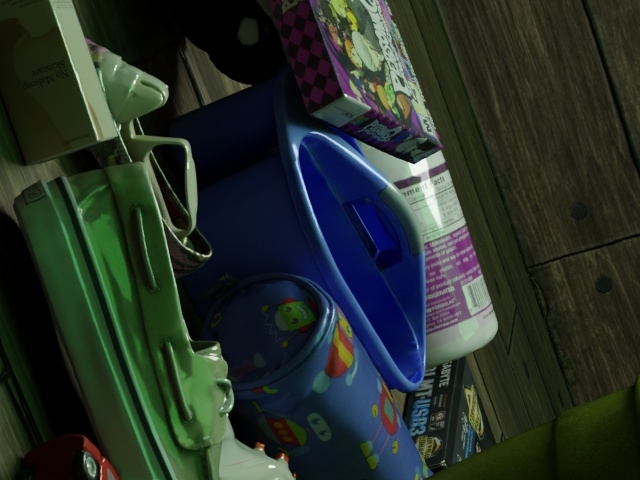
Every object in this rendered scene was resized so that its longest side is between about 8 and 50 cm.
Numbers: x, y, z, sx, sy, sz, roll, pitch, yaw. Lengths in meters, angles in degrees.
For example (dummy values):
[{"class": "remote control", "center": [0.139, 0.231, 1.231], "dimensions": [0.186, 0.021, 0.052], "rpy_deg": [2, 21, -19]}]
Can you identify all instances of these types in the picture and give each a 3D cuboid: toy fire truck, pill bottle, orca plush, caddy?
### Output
[{"class": "toy fire truck", "center": [-0.130, 0.225, 0.915], "dimensions": [0.135, 0.047, 0.192], "rpy_deg": [58, 20, -45]}, {"class": "pill bottle", "center": [0.072, -0.013, 1.695], "dimensions": [0.169, 0.169, 0.301], "rpy_deg": [-35, 107, -75]}, {"class": "orca plush", "center": [-0.121, -0.270, 1.424], "dimensions": [0.102, 0.151, 0.287], "rpy_deg": [-7, 81, -43]}, {"class": "caddy", "center": [0.000, 0.000, 1.395], "dimensions": [0.341, 0.179, 0.241], "rpy_deg": [59, 21, -43]}]

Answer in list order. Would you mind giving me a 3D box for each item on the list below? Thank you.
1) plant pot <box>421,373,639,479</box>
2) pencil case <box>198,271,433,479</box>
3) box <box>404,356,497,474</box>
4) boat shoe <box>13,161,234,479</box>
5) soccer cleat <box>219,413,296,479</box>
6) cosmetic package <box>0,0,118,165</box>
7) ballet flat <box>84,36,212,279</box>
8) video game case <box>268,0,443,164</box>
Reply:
[{"class": "plant pot", "center": [0.124, 0.319, 1.133], "dimensions": [0.366, 0.353, 0.366], "rpy_deg": [-18, 90, -75]}, {"class": "pencil case", "center": [-0.002, 0.157, 1.300], "dimensions": [0.119, 0.133, 0.306], "rpy_deg": [-98, 164, -46]}, {"class": "box", "center": [0.181, 0.324, 1.901], "dimensions": [0.295, 0.073, 0.293], "rpy_deg": [-70, 139, -66]}, {"class": "boat shoe", "center": [-0.106, 0.094, 1.012], "dimensions": [0.109, 0.094, 0.302], "rpy_deg": [-147, -144, -80]}, {"class": "soccer cleat", "center": [-0.073, 0.178, 1.164], "dimensions": [0.196, 0.068, 0.076], "rpy_deg": [54, 43, -54]}, {"class": "cosmetic package", "center": [-0.189, -0.115, 1.069], "dimensions": [0.041, 0.060, 0.115], "rpy_deg": [-32, 102, -74]}, {"class": "ballet flat", "center": [-0.139, -0.072, 1.162], "dimensions": [0.077, 0.079, 0.221], "rpy_deg": [-68, 138, -67]}, {"class": "video game case", "center": [0.016, -0.194, 1.366], "dimensions": [0.210, 0.042, 0.232], "rpy_deg": [19, 49, -61]}]
